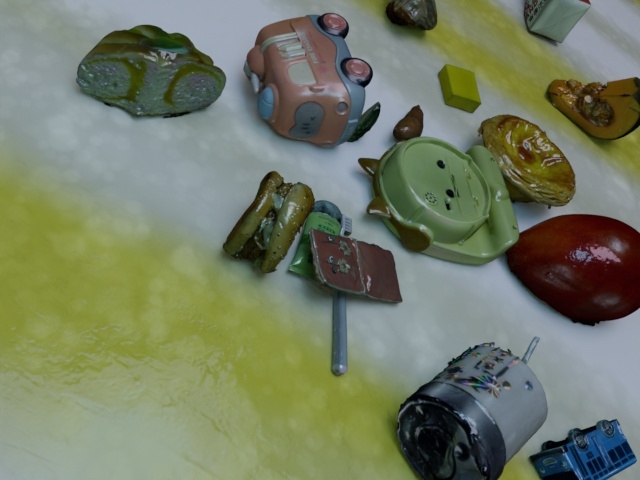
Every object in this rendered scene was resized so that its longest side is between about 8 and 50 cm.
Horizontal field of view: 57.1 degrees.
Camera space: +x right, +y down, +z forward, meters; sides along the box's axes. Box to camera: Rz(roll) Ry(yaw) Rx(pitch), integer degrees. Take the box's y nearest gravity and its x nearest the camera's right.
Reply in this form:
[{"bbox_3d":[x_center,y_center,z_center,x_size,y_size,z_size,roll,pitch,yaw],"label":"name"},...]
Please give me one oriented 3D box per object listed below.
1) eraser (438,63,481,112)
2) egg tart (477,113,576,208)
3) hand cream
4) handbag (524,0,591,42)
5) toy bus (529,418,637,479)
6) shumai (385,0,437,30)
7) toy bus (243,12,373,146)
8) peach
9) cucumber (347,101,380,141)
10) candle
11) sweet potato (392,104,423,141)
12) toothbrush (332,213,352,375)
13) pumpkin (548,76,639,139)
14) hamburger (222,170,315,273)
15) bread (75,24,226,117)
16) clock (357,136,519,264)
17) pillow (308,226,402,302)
[{"bbox_3d":[0.383,-0.419,1.618,0.097,0.045,0.122,10,57,-22],"label":"eraser"},{"bbox_3d":[0.507,-0.190,1.487,0.295,0.116,0.295,15,52,-20],"label":"egg tart"},{"bbox_3d":[0.000,0.000,1.132,0.095,0.046,0.175,25,53,-18],"label":"hand cream"},{"bbox_3d":[0.802,-0.856,2.060,0.151,0.171,0.298,12,51,-17],"label":"handbag"},{"bbox_3d":[0.495,0.410,1.104,0.184,0.090,0.106,-8,66,-32],"label":"toy bus"},{"bbox_3d":[0.247,-0.666,1.668,0.120,0.201,0.201,-30,72,4],"label":"shumai"},{"bbox_3d":[-0.038,-0.341,1.250,0.232,0.194,0.288,-9,65,-24],"label":"toy bus"},{"bbox_3d":[0.608,0.037,1.338,0.361,0.201,0.258,19,53,-17],"label":"peach"},{"bbox_3d":[0.105,-0.266,1.326,0.035,0.107,0.067,40,47,-11],"label":"cucumber"},{"bbox_3d":[0.287,0.280,1.015,0.330,0.187,0.187,-25,74,-39],"label":"candle"},{"bbox_3d":[0.224,-0.281,1.433,0.068,0.068,0.226,39,36,0],"label":"sweet potato"},{"bbox_3d":[0.040,0.090,1.110,0.030,0.025,0.342,21,51,-22],"label":"toothbrush"},{"bbox_3d":[0.861,-0.438,1.796,0.280,0.190,0.139,41,51,2],"label":"pumpkin"},{"bbox_3d":[-0.084,-0.026,1.030,0.113,0.177,0.185,34,22,-14],"label":"hamburger"},{"bbox_3d":[-0.322,-0.337,1.112,0.260,0.158,0.156,-16,65,-38],"label":"bread"},{"bbox_3d":[0.252,-0.102,1.291,0.348,0.117,0.286,8,56,-24],"label":"clock"},{"bbox_3d":[0.067,0.050,1.109,0.232,0.043,0.126,15,55,-41],"label":"pillow"}]
